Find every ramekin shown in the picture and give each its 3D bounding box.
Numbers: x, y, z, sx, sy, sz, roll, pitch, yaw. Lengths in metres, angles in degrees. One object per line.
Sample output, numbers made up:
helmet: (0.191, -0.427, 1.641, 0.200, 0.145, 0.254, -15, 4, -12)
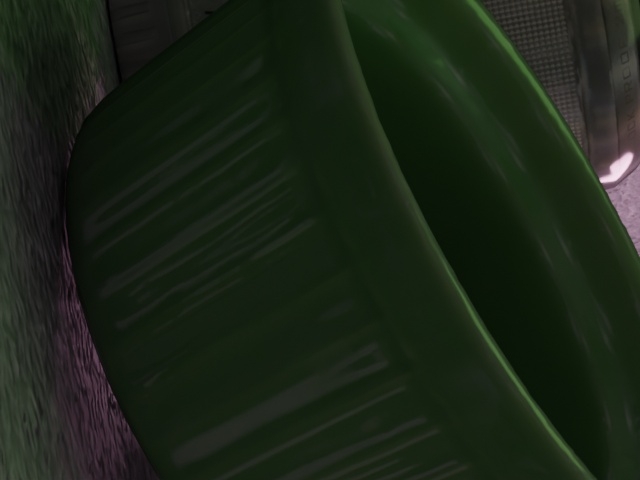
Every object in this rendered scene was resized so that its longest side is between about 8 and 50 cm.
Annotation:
ramekin: (0.029, 0.022, 0.746, 0.303, 0.148, 0.303, 49, 23, -29)

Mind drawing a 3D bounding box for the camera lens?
camera lens: (0.039, -0.117, 0.961, 0.219, 0.274, 0.219, -10, 90, -86)
